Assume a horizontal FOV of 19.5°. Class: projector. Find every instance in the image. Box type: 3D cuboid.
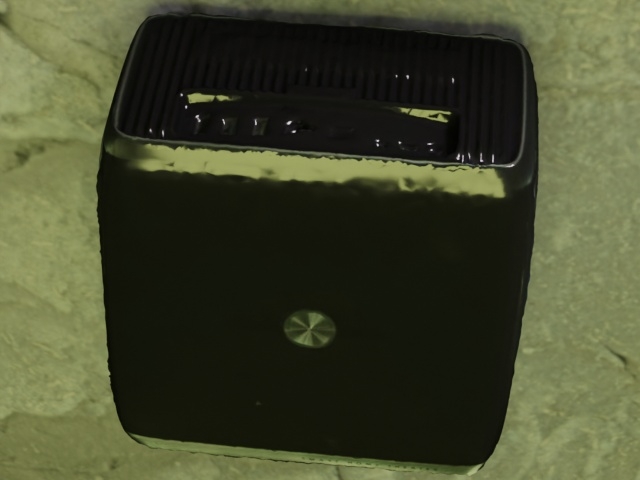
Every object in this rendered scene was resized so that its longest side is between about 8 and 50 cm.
[{"bbox_3d":[0.000,0.000,1.777,0.395,0.242,0.405,5,132,4],"label":"projector"}]
